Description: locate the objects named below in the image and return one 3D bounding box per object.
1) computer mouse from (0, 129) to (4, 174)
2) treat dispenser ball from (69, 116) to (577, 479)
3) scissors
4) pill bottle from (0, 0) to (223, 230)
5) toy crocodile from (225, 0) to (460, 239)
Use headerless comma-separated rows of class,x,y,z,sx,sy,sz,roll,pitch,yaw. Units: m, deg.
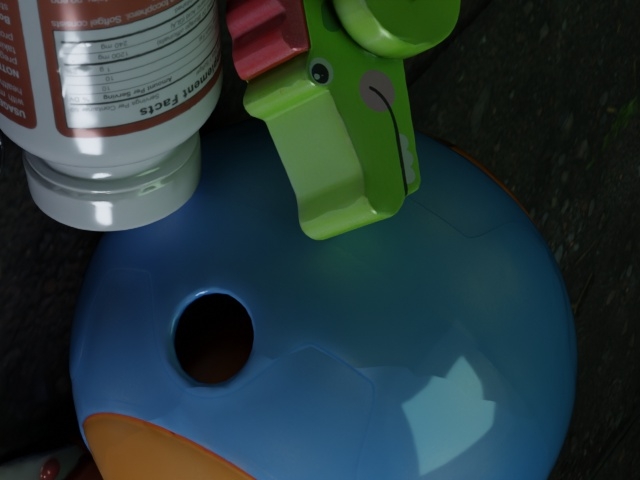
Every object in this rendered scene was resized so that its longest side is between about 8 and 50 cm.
computer mouse,-0.226,0.036,0.914,0.242,0.041,0.071,-62,152,-25
treat dispenser ball,0.002,0.068,1.063,0.288,0.288,0.288,-41,143,-41
scissors,-0.155,0.143,1.129,0.297,0.021,0.109,-30,137,-52
pill bottle,-0.110,-0.115,0.906,0.121,0.121,0.216,-44,145,-38
toy crocodile,-0.010,-0.171,0.921,0.105,0.115,0.340,-3,85,-35
